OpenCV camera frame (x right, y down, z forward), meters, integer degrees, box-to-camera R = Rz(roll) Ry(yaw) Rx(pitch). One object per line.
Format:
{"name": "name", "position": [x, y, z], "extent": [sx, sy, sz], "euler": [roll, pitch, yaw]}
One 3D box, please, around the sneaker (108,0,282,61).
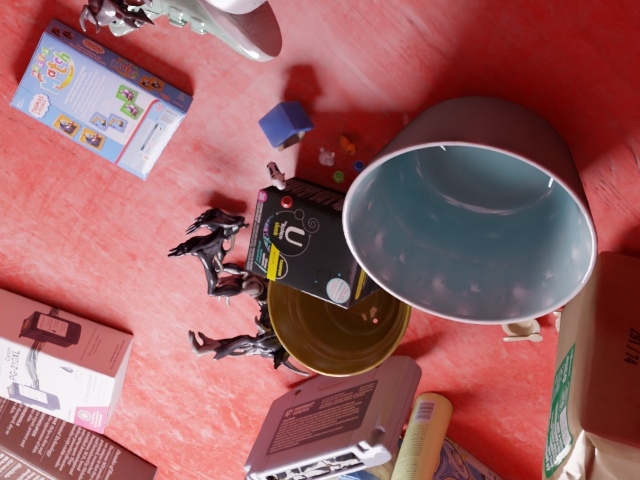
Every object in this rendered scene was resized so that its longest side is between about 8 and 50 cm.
{"name": "sneaker", "position": [-0.172, -0.281, 1.690], "extent": [0.256, 0.094, 0.151], "euler": [40, 130, -8]}

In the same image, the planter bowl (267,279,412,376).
{"name": "planter bowl", "position": [0.042, 0.079, 1.960], "extent": [0.217, 0.090, 0.217], "euler": [0, 90, 24]}

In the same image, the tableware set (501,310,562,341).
{"name": "tableware set", "position": [0.316, 0.093, 1.952], "extent": [0.141, 0.020, 0.169], "euler": [0, 135, 21]}

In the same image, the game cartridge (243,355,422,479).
{"name": "game cartridge", "position": [0.020, 0.276, 2.126], "extent": [0.297, 0.198, 0.062], "euler": [-23, 116, 39]}

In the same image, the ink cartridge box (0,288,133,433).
{"name": "ink cartridge box", "position": [-0.443, 0.199, 2.300], "extent": [0.237, 0.100, 0.172], "euler": [20, 138, 0]}

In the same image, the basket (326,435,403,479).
{"name": "basket", "position": [0.011, 0.428, 2.220], "extent": [0.254, 0.289, 0.201], "euler": [-3, 136, 27]}

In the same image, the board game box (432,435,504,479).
{"name": "board game box", "position": [0.216, 0.398, 2.227], "extent": [0.201, 0.136, 0.035], "euler": [38, 134, -20]}

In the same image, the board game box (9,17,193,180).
{"name": "board game box", "position": [-0.297, -0.187, 1.881], "extent": [0.211, 0.039, 0.160], "euler": [29, 137, -11]}

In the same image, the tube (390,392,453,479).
{"name": "tube", "position": [0.144, 0.341, 2.116], "extent": [0.062, 0.240, 0.070], "euler": [14, 137, 11]}

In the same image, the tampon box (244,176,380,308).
{"name": "tampon box", "position": [0.000, 0.000, 1.861], "extent": [0.161, 0.101, 0.120], "euler": [19, 112, 23]}

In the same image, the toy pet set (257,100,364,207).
{"name": "toy pet set", "position": [-0.019, -0.122, 1.794], "extent": [0.114, 0.122, 0.065], "euler": [60, 169, 13]}

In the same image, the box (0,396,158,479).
{"name": "box", "position": [-0.508, 0.400, 2.513], "extent": [0.381, 0.143, 0.191], "euler": [36, 136, -15]}

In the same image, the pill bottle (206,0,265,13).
{"name": "pill bottle", "position": [-0.044, -0.357, 1.533], "extent": [0.131, 0.131, 0.229], "euler": [41, 134, -22]}

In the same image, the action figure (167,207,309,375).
{"name": "action figure", "position": [-0.118, 0.092, 2.025], "extent": [0.141, 0.164, 0.276], "euler": [-18, 117, 22]}

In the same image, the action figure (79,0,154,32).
{"name": "action figure", "position": [-0.194, -0.350, 1.524], "extent": [0.099, 0.185, 0.285], "euler": [13, 117, -46]}

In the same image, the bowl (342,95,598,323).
{"name": "bowl", "position": [0.197, -0.057, 1.731], "extent": [0.311, 0.163, 0.312], "euler": [11, 138, 10]}

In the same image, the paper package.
{"name": "paper package", "position": [0.455, 0.203, 1.774], "extent": [0.309, 0.325, 0.168], "euler": [15, 136, 1]}
